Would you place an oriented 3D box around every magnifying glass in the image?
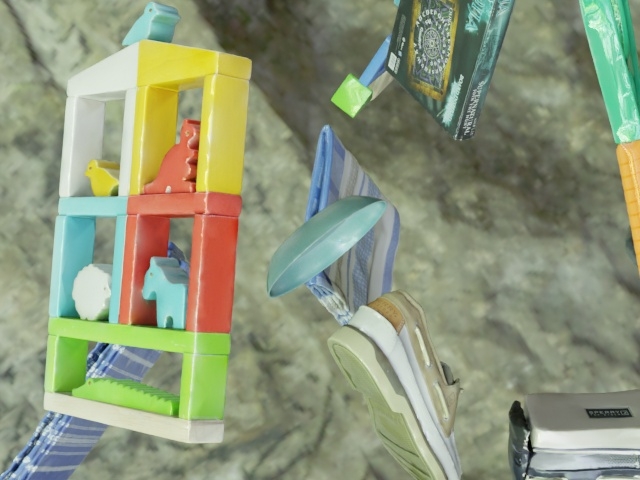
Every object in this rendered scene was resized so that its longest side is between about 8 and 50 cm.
[{"bbox_3d":[0.195,-0.087,0.788,0.092,0.026,0.231,-16,-86,-68],"label":"magnifying glass"}]

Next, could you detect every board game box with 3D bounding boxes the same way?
[{"bbox_3d":[0.116,-0.199,1.092,0.026,0.186,0.126,-15,-132,-28],"label":"board game box"}]

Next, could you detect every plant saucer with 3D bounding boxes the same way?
[{"bbox_3d":[0.000,0.000,0.965,0.021,0.119,0.119,51,-145,10],"label":"plant saucer"}]

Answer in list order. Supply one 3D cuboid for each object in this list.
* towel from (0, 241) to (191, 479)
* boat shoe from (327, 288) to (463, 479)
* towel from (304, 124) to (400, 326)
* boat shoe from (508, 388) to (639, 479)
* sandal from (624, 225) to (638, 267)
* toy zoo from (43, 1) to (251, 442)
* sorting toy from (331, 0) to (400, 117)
[{"bbox_3d":[-0.240,0.157,1.335,0.040,0.336,0.243,35,173,7],"label":"towel"},{"bbox_3d":[0.113,0.181,1.399,0.103,0.113,0.302,-43,-45,-18],"label":"boat shoe"},{"bbox_3d":[0.043,0.004,1.548,0.285,0.034,0.209,47,-132,-61],"label":"towel"},{"bbox_3d":[0.412,0.294,1.644,0.340,0.158,0.127,3,-153,-1],"label":"boat shoe"},{"bbox_3d":[0.409,-0.075,1.286,0.097,0.054,0.254,28,-101,-5],"label":"sandal"},{"bbox_3d":[-0.123,-0.019,0.846,0.030,0.192,0.293,6,-93,-41],"label":"toy zoo"},{"bbox_3d":[0.117,-0.265,1.359,0.047,0.196,0.347,39,-128,5],"label":"sorting toy"}]
